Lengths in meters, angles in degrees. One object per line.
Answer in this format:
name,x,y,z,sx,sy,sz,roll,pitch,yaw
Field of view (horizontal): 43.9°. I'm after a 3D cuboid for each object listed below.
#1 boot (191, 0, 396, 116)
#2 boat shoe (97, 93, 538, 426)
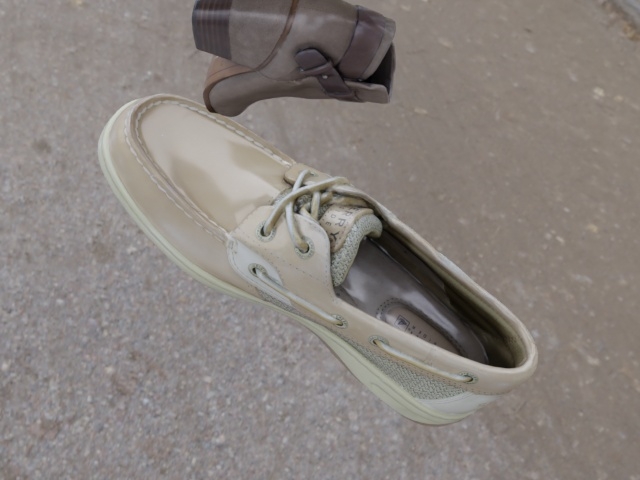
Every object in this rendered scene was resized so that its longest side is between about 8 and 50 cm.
boot,-0.009,-0.078,0.363,0.086,0.042,0.118,10,-8,2
boat shoe,0.000,0.000,0.494,0.302,0.098,0.109,39,56,-3
